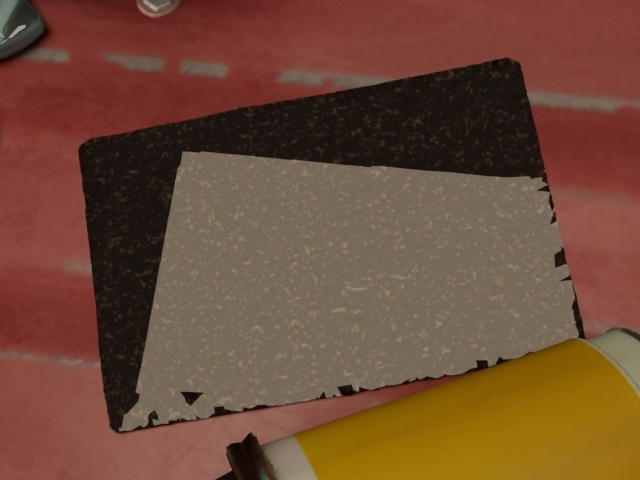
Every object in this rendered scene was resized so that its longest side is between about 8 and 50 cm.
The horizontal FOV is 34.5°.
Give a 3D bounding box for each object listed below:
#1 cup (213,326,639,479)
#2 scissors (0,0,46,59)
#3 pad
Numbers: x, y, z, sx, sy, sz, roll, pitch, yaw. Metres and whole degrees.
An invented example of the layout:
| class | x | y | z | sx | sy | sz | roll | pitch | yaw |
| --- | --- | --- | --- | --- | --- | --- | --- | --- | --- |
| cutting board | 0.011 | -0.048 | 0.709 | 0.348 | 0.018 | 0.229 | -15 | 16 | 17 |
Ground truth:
| class | x | y | z | sx | sy | sz | roll | pitch | yaw |
| --- | --- | --- | --- | --- | --- | --- | --- | --- | --- |
| cup | 0.077 | 0.162 | 0.589 | 0.279 | 0.196 | 0.196 | -24 | 75 | -8 |
| scissors | -0.388 | -0.180 | 0.794 | 0.360 | 0.029 | 0.191 | 21 | 80 | 10 |
| pad | 0.000 | 0.000 | 0.723 | 0.330 | 0.004 | 0.220 | -10 | 75 | 3 |
